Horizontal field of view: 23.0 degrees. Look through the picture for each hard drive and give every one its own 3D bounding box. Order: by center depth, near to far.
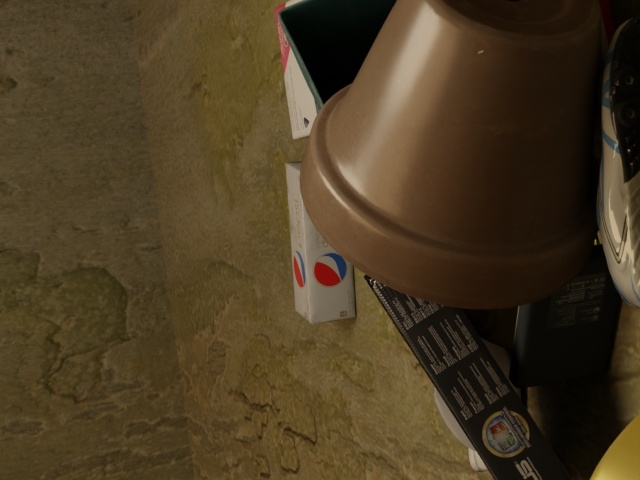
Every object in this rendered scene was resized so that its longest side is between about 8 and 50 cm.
[{"bbox_3d":[0.221,0.068,1.404,0.022,0.094,0.135,-122,29,-52],"label":"hard drive"}]

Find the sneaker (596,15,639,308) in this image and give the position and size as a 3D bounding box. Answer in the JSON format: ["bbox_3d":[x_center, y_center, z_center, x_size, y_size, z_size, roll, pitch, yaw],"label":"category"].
[{"bbox_3d":[0.253,-0.060,1.256,0.086,0.085,0.237,-166,70,-67],"label":"sneaker"}]

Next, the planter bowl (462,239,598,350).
[{"bbox_3d":[0.184,0.033,1.519,0.217,0.090,0.217,172,90,-73],"label":"planter bowl"}]

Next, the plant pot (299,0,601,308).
[{"bbox_3d":[0.128,-0.114,1.294,0.263,0.263,0.229,-115,28,-44],"label":"plant pot"}]

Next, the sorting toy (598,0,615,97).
[{"bbox_3d":[0.212,-0.215,1.385,0.347,0.047,0.196,156,99,-75],"label":"sorting toy"}]

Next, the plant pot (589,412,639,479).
[{"bbox_3d":[0.314,0.232,0.958,0.239,0.254,0.254,20,118,55],"label":"plant pot"}]

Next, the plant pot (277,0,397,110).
[{"bbox_3d":[0.080,-0.135,1.617,0.234,0.165,0.165,71,175,-55],"label":"plant pot"}]

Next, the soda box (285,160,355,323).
[{"bbox_3d":[0.000,0.000,2.149,0.074,0.069,0.216,-144,48,-68],"label":"soda box"}]

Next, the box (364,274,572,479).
[{"bbox_3d":[0.139,0.133,1.498,0.270,0.060,0.216,57,-179,-1],"label":"box"}]

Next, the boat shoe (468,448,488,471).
[{"bbox_3d":[0.179,0.204,1.727,0.035,0.035,0.100,-13,81,46],"label":"boat shoe"}]

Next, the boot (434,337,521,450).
[{"bbox_3d":[0.154,0.089,1.685,0.123,0.095,0.258,-54,-52,-73],"label":"boot"}]

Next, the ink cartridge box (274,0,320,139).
[{"bbox_3d":[0.031,-0.217,1.885,0.237,0.100,0.172,180,82,-73],"label":"ink cartridge box"}]
